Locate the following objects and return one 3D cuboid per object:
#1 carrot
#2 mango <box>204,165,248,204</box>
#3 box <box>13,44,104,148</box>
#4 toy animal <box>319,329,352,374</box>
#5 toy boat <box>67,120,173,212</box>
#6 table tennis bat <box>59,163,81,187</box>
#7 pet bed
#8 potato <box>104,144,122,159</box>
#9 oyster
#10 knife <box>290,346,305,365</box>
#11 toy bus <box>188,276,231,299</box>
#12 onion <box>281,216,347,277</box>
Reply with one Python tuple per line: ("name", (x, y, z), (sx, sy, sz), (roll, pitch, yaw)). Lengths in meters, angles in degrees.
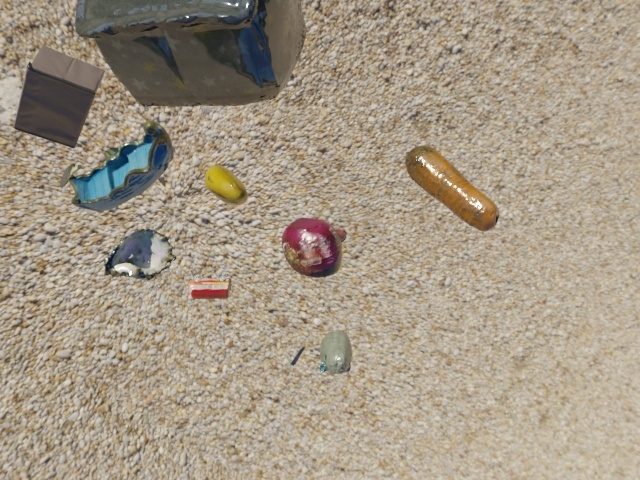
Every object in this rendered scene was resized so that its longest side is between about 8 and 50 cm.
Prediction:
("carrot", (0.202, -0.081, 0.656), (0.060, 0.060, 0.186), (-30, 61, -15))
("mango", (-0.307, -0.175, 1.379), (0.098, 0.195, 0.137), (-46, 131, -6))
("box", (-0.817, -0.447, 1.317), (0.188, 0.252, 0.153), (18, 46, -31))
("toy animal", (0.036, 0.233, 0.918), (0.070, 0.253, 0.079), (10, 87, 4))
("toy boat", (-0.309, -0.116, 0.652), (0.186, 0.077, 0.075), (-27, 62, 8))
("table tennis bat", (-0.856, -0.229, 1.435), (0.013, 0.156, 0.087), (30, 58, -42))
("pet bed", (-0.136, -0.256, 0.456), (0.211, 0.159, 0.183), (6, 57, 16))
("potato", (-0.663, -0.287, 1.465), (0.120, 0.081, 0.149), (-56, 128, -27))
("oyster", (-0.696, 0.067, 1.612), (0.260, 0.092, 0.198), (-39, 113, -37))
("knife", (-0.090, 0.465, 1.704), (0.018, 0.121, 0.031), (35, 124, 4))
("toy bus", (-0.459, 0.200, 1.736), (0.174, 0.077, 0.079), (1, 129, -10))
("onion", (0.000, 0.000, 1.236), (0.218, 0.195, 0.139), (-26, 124, -32))
